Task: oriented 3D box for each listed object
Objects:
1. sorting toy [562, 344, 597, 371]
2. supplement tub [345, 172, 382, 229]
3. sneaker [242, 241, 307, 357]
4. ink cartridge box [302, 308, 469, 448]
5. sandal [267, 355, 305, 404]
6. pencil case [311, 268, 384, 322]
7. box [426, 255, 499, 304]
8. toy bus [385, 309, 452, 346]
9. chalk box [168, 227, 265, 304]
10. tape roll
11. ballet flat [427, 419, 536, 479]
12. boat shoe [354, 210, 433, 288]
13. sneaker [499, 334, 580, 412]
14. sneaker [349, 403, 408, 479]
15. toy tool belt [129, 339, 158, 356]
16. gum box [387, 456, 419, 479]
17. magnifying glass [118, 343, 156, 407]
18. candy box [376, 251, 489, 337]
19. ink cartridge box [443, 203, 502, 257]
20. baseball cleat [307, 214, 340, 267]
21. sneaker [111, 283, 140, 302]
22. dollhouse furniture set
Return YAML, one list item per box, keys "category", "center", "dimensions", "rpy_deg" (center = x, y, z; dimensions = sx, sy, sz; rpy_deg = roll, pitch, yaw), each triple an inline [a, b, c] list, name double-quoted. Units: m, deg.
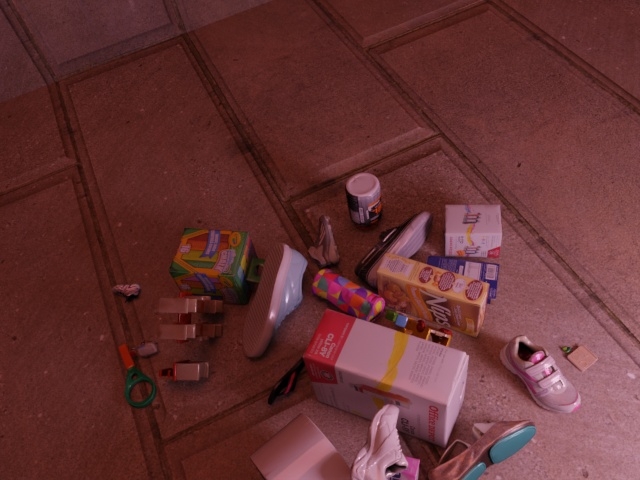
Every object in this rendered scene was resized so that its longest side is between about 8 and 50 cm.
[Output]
- category: "sorting toy"
  center: [0.725, 0.322, 1.686]
  dimensions: [0.062, 0.012, 0.083]
  rpy_deg: [-35, 58, -11]
- category: "supplement tub"
  center: [0.149, -0.127, 2.029]
  dimensions: [0.117, 0.190, 0.117]
  rpy_deg: [-5, 52, 7]
- category: "sneaker"
  center: [-0.122, 0.198, 1.865]
  dimensions: [0.135, 0.150, 0.366]
  rpy_deg: [1, 69, 55]
- category: "ink cartridge box"
  center: [0.174, 0.364, 1.580]
  dimensions: [0.385, 0.279, 0.160]
  rpy_deg: [14, 54, 21]
- category: "sandal"
  center: [-0.086, 0.406, 1.735]
  dimensions: [0.040, 0.067, 0.179]
  rpy_deg: [36, 62, 19]
- category: "pencil case"
  center: [0.083, 0.173, 1.868]
  dimensions: [0.236, 0.104, 0.104]
  rpy_deg: [27, 61, 29]
- category: "box"
  center: [0.439, 0.120, 1.880]
  dimensions: [0.225, 0.036, 0.136]
  rpy_deg: [9, 54, 15]
- category: "toy bus"
  center: [0.275, 0.281, 1.736]
  dimensions: [0.191, 0.202, 0.104]
  rpy_deg: [19, 88, 15]
- category: "chalk box"
  center: [-0.310, 0.086, 1.952]
  dimensions: [0.289, 0.179, 0.180]
  rpy_deg: [2, 53, 12]
- category: "tape roll"
  center: [-0.039, 0.576, 1.476]
  dimensions: [0.169, 0.246, 0.246]
  rpy_deg: [-36, 55, -17]
- category: "ballet flat"
  center: [0.401, 0.531, 1.527]
  dimensions: [0.316, 0.107, 0.106]
  rpy_deg: [-31, 40, -15]
- category: "boat shoe"
  center: [0.236, 0.008, 1.951]
  dimensions: [0.119, 0.121, 0.335]
  rpy_deg: [30, 61, 32]
- category: "sneaker"
  center: [0.591, 0.356, 1.619]
  dimensions: [0.103, 0.111, 0.252]
  rpy_deg: [-35, 55, -17]
- category: "sneaker"
  center: [0.155, 0.491, 1.404]
  dimensions: [0.115, 0.090, 0.232]
  rpy_deg: [16, 45, 18]
- category: "toy tool belt"
  center: [-0.555, 0.338, 1.888]
  dimensions: [0.083, 0.052, 0.051]
  rpy_deg: [-14, 20, -5]
- category: "gum box"
  center: [0.177, 0.614, 1.454]
  dimensions: [0.107, 0.188, 0.062]
  rpy_deg: [7, 20, 17]
- category: "magnifying glass"
  center: [-0.573, 0.413, 1.843]
  dimensions: [0.092, 0.026, 0.231]
  rpy_deg: [-29, 55, -12]
- category: "candy box"
  center: [0.328, 0.160, 1.775]
  dimensions: [0.316, 0.183, 0.087]
  rpy_deg: [18, 58, 23]
- category: "ink cartridge box"
  center: [0.487, -0.031, 1.932]
  dimensions: [0.176, 0.128, 0.127]
  rpy_deg: [0, 53, 12]
- category: "baseball cleat"
  center: [0.000, 0.000, 2.034]
  dimensions: [0.109, 0.072, 0.206]
  rpy_deg: [-19, 47, 3]
- category: "sneaker"
  center: [-0.662, 0.183, 2.028]
  dimensions: [0.098, 0.038, 0.069]
  rpy_deg: [-9, 50, 4]
- category: "dollhouse furniture set"
  center: [-0.405, 0.282, 1.784]
  dimensions: [0.135, 0.262, 0.259]
  rpy_deg: [0, 84, 13]
